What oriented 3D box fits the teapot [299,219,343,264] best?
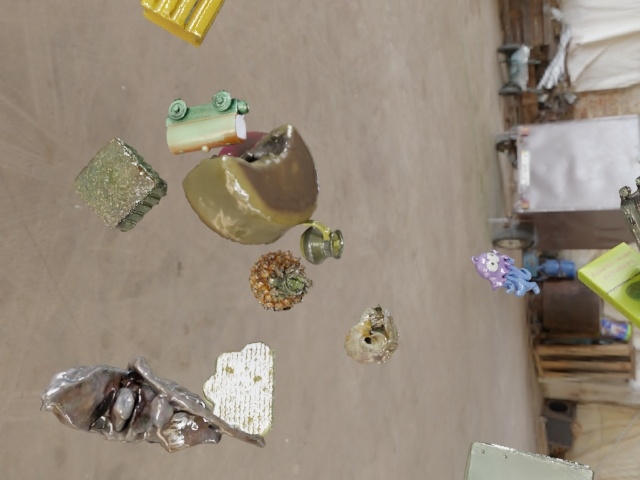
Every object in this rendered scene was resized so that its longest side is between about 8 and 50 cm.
[{"bbox_3d":[0.000,0.000,1.954,0.166,0.119,0.130,67,32,-41],"label":"teapot"}]

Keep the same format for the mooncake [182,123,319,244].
[{"bbox_3d":[-0.208,-0.182,1.891,0.394,0.246,0.393,20,49,-38],"label":"mooncake"}]

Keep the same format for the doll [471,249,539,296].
[{"bbox_3d":[0.452,0.081,1.533,0.206,0.067,0.110,23,51,-17],"label":"doll"}]

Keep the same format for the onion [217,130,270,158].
[{"bbox_3d":[-0.214,-0.258,2.260,0.385,0.347,0.348,116,-14,-65],"label":"onion"}]

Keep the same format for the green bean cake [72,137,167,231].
[{"bbox_3d":[-0.493,-0.135,1.560,0.173,0.181,0.094,-47,166,2],"label":"green bean cake"}]

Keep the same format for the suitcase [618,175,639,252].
[{"bbox_3d":[0.965,-0.035,1.761,0.202,0.128,0.312,-24,89,-44],"label":"suitcase"}]

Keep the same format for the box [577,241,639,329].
[{"bbox_3d":[0.959,0.153,1.871,0.335,0.187,0.047,52,-12,47],"label":"box"}]

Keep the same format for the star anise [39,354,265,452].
[{"bbox_3d":[-0.291,0.265,1.026,0.359,0.316,0.139,43,59,-53],"label":"star anise"}]

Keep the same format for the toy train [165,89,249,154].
[{"bbox_3d":[-0.355,-0.356,1.956,0.116,0.285,0.177,38,47,-67],"label":"toy train"}]

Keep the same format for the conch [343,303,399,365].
[{"bbox_3d":[0.161,0.282,1.879,0.245,0.163,0.178,135,-51,-74],"label":"conch"}]

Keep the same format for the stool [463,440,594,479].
[{"bbox_3d":[0.479,0.577,1.451,0.243,0.269,0.170,40,59,-64],"label":"stool"}]

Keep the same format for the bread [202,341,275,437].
[{"bbox_3d":[-0.225,0.415,1.745,0.056,0.207,0.286,91,1,-54],"label":"bread"}]

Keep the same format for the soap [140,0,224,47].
[{"bbox_3d":[-0.363,-0.753,1.826,0.324,0.204,0.096,-63,-168,-12],"label":"soap"}]

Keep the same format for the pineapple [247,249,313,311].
[{"bbox_3d":[-0.130,0.158,2.401,0.271,0.262,0.262,178,-89,-73],"label":"pineapple"}]
